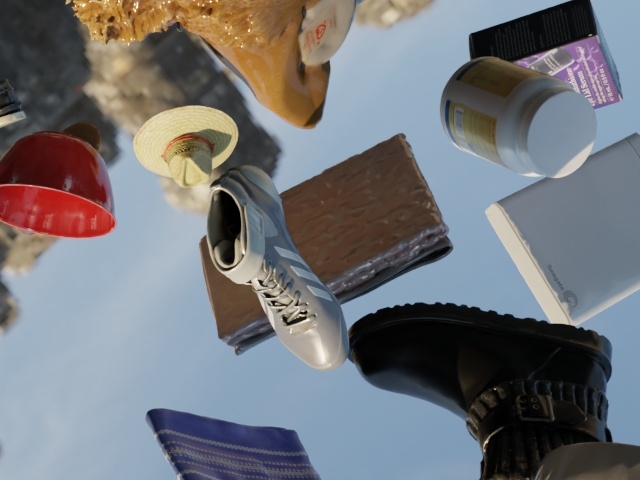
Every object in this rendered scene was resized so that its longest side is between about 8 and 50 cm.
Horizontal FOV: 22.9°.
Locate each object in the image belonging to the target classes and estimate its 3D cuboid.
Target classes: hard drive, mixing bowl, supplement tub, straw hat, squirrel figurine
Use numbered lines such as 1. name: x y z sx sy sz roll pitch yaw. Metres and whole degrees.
1. hard drive: 0.460 -0.019 2.596 0.353 0.233 0.047 -25 171 -33
2. mixing bowl: -0.343 -0.079 2.043 0.181 0.181 0.098 -15 -121 48
3. supplement tub: 0.277 -0.171 2.219 0.144 0.144 0.199 -44 -145 -11
4. straw hat: -0.164 -0.101 1.994 0.144 0.144 0.061 -30 -127 24
5. squirrel figurine: -0.157 -0.357 2.066 0.397 0.370 0.281 2 116 -61

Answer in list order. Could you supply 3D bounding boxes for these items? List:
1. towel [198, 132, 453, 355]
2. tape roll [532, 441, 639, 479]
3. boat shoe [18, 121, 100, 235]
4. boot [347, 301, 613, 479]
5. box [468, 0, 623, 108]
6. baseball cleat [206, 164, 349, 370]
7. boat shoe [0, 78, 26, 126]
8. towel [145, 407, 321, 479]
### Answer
1. towel: 0.000 0.000 2.115 0.331 0.053 0.317 -26 -152 4
2. tape roll: 0.387 0.333 1.597 0.392 0.392 0.072 -8 -133 54
3. boat shoe: -0.421 -0.098 2.513 0.207 0.073 0.073 -57 -178 -28
4. boot: 0.189 0.215 1.890 0.347 0.131 0.260 5 -129 7
5. box: 0.359 -0.277 2.534 0.207 0.153 0.108 -18 -136 16
6. baseball cleat: -0.047 0.037 1.392 0.072 0.206 0.109 -25 -172 28
7. boat shoe: -0.326 -0.108 1.419 0.133 0.042 0.049 -19 -175 23
8. towel: -0.050 0.316 1.861 0.040 0.243 0.336 -58 -138 16
